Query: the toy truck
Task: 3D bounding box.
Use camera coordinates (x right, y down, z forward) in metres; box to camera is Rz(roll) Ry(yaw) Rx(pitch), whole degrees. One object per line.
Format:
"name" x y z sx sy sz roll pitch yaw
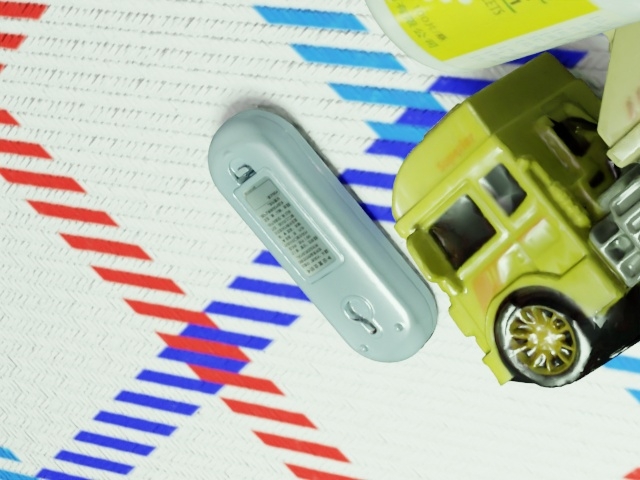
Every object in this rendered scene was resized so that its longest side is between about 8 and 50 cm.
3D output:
"toy truck" 0.220 -0.088 1.098 0.254 0.181 0.405 52 129 8

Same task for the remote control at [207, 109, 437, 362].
"remote control" 0.000 0.000 1.368 0.087 0.047 0.244 -36 98 37

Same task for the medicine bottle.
"medicine bottle" 0.148 -0.186 0.946 0.258 0.143 0.143 -13 111 49
